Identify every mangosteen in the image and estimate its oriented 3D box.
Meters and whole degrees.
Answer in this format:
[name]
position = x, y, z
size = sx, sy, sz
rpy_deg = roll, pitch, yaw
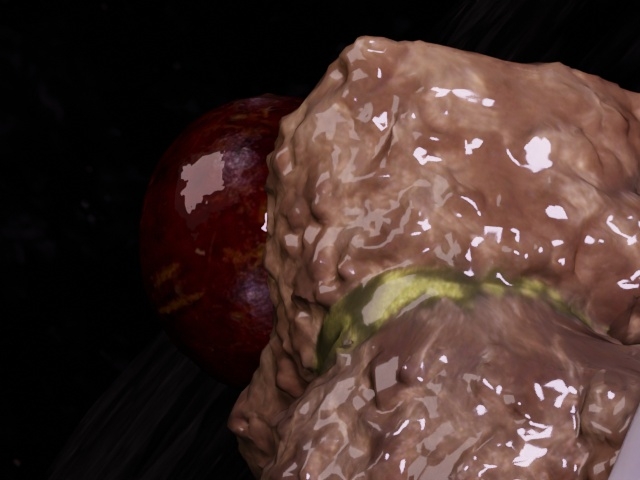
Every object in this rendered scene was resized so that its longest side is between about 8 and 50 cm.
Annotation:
[mangosteen]
position = 0.000, 0.000, 1.268
size = 0.258, 0.215, 0.215
rpy_deg = -5, 32, 28

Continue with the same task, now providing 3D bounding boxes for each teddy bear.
[teddy bear]
position = 0.080, 0.043, 0.664
size = 0.246, 0.222, 0.296
rpy_deg = -16, -13, 22

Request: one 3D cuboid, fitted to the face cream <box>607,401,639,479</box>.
[face cream]
position = 0.117, 0.077, 0.442
size = 0.114, 0.070, 0.224
rpy_deg = 3, 37, 29
